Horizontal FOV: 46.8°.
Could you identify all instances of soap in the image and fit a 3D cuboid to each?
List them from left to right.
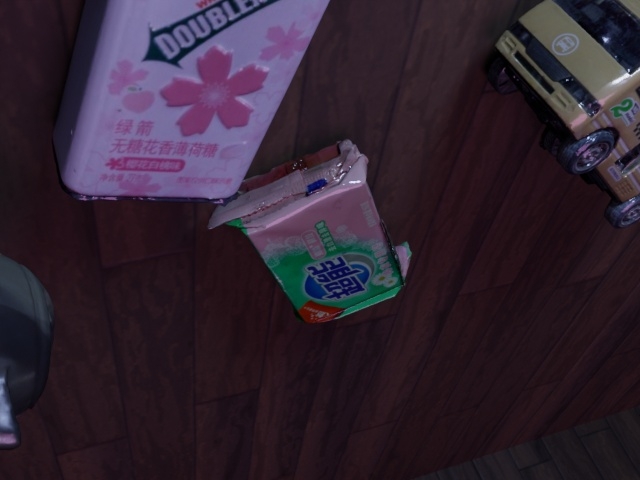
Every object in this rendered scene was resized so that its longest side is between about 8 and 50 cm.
[{"bbox_3d":[-0.001,-0.002,0.964,0.218,0.098,0.273,-20,144,5],"label":"soap"}]

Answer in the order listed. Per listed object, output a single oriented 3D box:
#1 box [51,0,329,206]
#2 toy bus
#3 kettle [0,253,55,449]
[{"bbox_3d":[-0.107,-0.186,0.644,0.190,0.112,0.369,1,140,-33],"label":"box"},{"bbox_3d":[0.364,-0.165,0.903,0.202,0.177,0.365,-41,146,17],"label":"toy bus"},{"bbox_3d":[-0.397,0.065,0.618,0.324,0.321,0.228,1,123,-39],"label":"kettle"}]
